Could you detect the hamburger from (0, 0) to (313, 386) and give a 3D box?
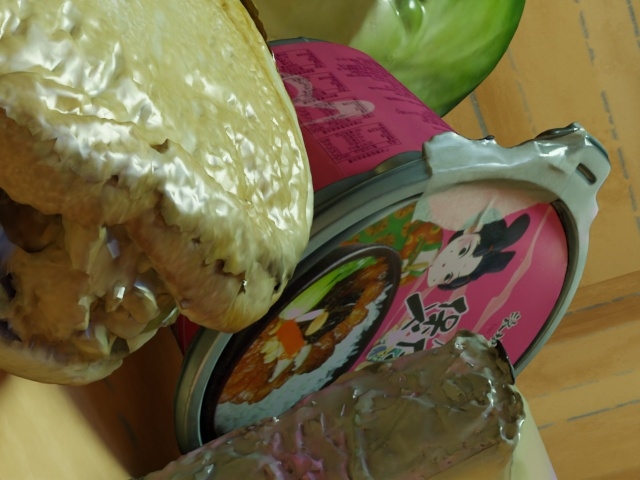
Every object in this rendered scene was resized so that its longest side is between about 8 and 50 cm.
[{"bbox_3d":[-0.109,-0.066,0.533,0.243,0.146,0.286,63,19,-14],"label":"hamburger"}]

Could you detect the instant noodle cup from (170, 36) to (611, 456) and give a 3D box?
[{"bbox_3d":[0.000,0.000,0.749,0.181,0.302,0.258,54,3,36],"label":"instant noodle cup"}]

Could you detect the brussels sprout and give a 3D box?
[{"bbox_3d":[0.050,-0.244,1.250,0.281,0.289,0.355,59,23,2],"label":"brussels sprout"}]

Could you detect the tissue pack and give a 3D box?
[{"bbox_3d":[0.035,0.188,0.688,0.123,0.215,0.256,-111,176,-50],"label":"tissue pack"}]
